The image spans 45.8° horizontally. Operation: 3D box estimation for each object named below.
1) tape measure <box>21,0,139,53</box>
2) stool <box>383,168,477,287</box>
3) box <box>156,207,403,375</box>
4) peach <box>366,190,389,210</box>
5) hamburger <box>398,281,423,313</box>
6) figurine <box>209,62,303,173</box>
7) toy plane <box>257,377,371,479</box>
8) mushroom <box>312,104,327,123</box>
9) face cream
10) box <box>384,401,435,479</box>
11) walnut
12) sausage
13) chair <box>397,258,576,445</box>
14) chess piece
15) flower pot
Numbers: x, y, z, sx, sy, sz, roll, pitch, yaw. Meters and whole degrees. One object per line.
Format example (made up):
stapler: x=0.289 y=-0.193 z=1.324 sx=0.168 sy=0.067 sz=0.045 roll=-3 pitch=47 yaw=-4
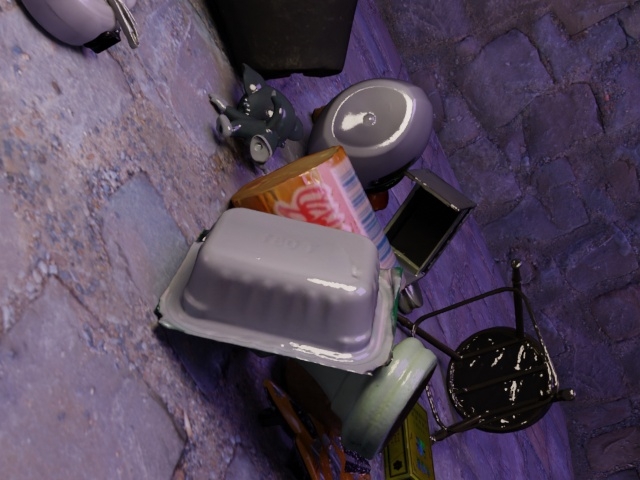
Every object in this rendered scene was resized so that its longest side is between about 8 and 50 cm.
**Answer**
tape measure: x=-0.341 y=-0.363 z=1.067 sx=0.196 sy=0.105 sz=0.178 roll=48 pitch=30 yaw=-46
stool: x=0.241 y=-0.036 z=1.913 sx=0.170 sy=0.243 sz=0.270 roll=37 pitch=17 yaw=12
box: x=-0.044 y=0.046 z=1.096 sx=0.264 sy=0.337 sz=0.106 roll=-74 pitch=177 yaw=-59
peach: x=0.133 y=-0.124 z=2.019 sx=0.101 sy=0.101 sz=0.100 roll=51 pitch=27 yaw=-39
hamburger: x=0.232 y=0.129 z=2.059 sx=0.140 sy=0.062 sz=0.133 roll=69 pitch=17 yaw=7
figurine: x=-0.120 y=-0.232 z=1.443 sx=0.193 sy=0.140 sz=0.265 roll=44 pitch=3 yaw=-13
toy plane: x=-0.017 y=0.340 z=1.198 sx=0.316 sy=0.103 sz=0.204 roll=51 pitch=32 yaw=-17
mushroom: x=0.035 y=-0.294 z=1.993 sx=0.187 sy=0.061 sz=0.060 roll=41 pitch=28 yaw=-58
face cream: x=0.118 y=-0.244 z=1.787 sx=0.219 sy=0.312 sz=0.357 roll=60 pitch=1 yaw=7
box: x=0.191 y=0.446 z=1.650 sx=0.141 sy=0.064 sz=0.220 roll=50 pitch=26 yaw=-40
walnut: x=0.018 y=0.242 z=1.304 sx=0.184 sy=0.155 sz=0.155 roll=65 pitch=21 yaw=-7
sausage: x=0.000 y=0.000 z=1.379 sx=0.287 sy=0.233 sz=0.233 roll=64 pitch=21 yaw=-14
chair: x=0.436 y=0.332 z=1.973 sx=0.410 sy=0.365 sz=0.362 roll=44 pitch=27 yaw=-60
chess piece: x=0.009 y=0.175 z=1.159 sx=0.299 sy=0.194 sz=0.194 roll=32 pitch=14 yaw=16
flower pot: x=-0.070 y=-0.468 z=1.568 sx=0.379 sy=0.379 sz=0.251 roll=-19 pitch=109 yaw=-69
